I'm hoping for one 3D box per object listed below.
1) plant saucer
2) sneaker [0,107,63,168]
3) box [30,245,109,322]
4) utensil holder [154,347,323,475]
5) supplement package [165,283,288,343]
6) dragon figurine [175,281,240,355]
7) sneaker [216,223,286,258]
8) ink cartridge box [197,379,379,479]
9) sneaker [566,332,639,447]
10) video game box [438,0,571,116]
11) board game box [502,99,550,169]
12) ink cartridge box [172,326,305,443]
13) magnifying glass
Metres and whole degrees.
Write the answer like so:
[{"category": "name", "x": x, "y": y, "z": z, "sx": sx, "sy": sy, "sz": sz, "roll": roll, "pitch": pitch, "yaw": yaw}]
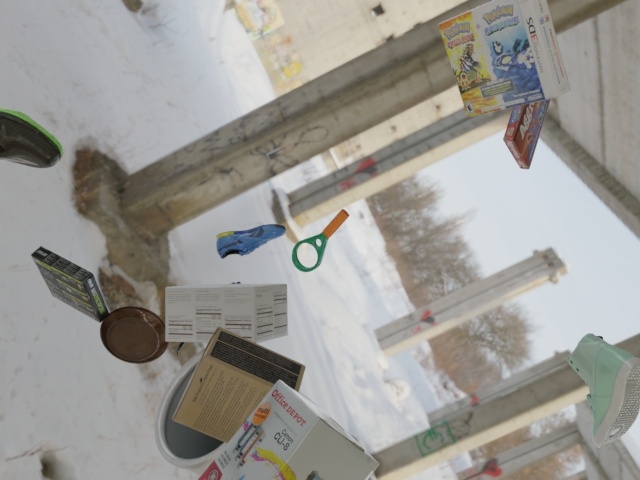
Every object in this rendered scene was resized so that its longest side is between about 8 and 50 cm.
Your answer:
[{"category": "plant saucer", "x": -0.542, "y": 0.280, "z": 1.727, "sx": 0.199, "sy": 0.036, "sz": 0.198, "roll": 19, "pitch": 41, "yaw": -18}, {"category": "sneaker", "x": -0.885, "y": -0.224, "z": 1.437, "sx": 0.185, "sy": 0.483, "sz": 0.202, "roll": -41, "pitch": -131, "yaw": 55}, {"category": "box", "x": -0.675, "y": 0.121, "z": 1.607, "sx": 0.191, "sy": 0.045, "sz": 0.184, "roll": 23, "pitch": -41, "yaw": 20}, {"category": "utensil holder", "x": -0.179, "y": 0.500, "z": 1.562, "sx": 0.385, "sy": 0.328, "sz": 0.327, "roll": 48, "pitch": 14, "yaw": -37}, {"category": "supplement package", "x": -0.244, "y": 0.188, "z": 1.574, "sx": 0.204, "sy": 0.262, "sz": 0.145, "roll": 5, "pitch": 84, "yaw": -69}, {"category": "dragon figurine", "x": -0.341, "y": 0.230, "z": 1.830, "sx": 0.085, "sy": 0.289, "sz": 0.144, "roll": 40, "pitch": -41, "yaw": 31}, {"category": "sneaker", "x": -0.199, "y": 0.007, "z": 1.738, "sx": 0.069, "sy": 0.209, "sz": 0.082, "roll": 93, "pitch": -16, "yaw": -66}, {"category": "ink cartridge box", "x": -0.043, "y": 0.298, "z": 0.763, "sx": 0.127, "sy": 0.176, "sz": 0.128, "roll": 45, "pitch": -12, "yaw": -27}, {"category": "sneaker", "x": 0.602, "y": 0.318, "z": 1.285, "sx": 0.151, "sy": 0.094, "sz": 0.255, "roll": 44, "pitch": -37, "yaw": 52}, {"category": "video game box", "x": 0.319, "y": -0.327, "z": 1.048, "sx": 0.205, "sy": 0.048, "sz": 0.187, "roll": -1, "pitch": -67, "yaw": 57}, {"category": "board game box", "x": 0.495, "y": -0.323, "z": 1.381, "sx": 0.027, "sy": 0.281, "sz": 0.145, "roll": 11, "pitch": -14, "yaw": 39}, {"category": "ink cartridge box", "x": -0.163, "y": 0.302, "z": 1.171, "sx": 0.193, "sy": 0.234, "sz": 0.088, "roll": 26, "pitch": 38, "yaw": -5}, {"category": "magnifying glass", "x": 0.000, "y": 0.000, "z": 1.660, "sx": 0.092, "sy": 0.231, "sz": 0.026, "roll": 49, "pitch": 27, "yaw": 13}]
